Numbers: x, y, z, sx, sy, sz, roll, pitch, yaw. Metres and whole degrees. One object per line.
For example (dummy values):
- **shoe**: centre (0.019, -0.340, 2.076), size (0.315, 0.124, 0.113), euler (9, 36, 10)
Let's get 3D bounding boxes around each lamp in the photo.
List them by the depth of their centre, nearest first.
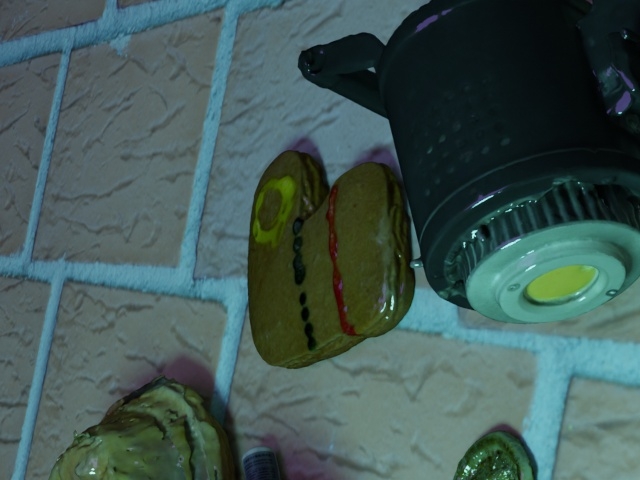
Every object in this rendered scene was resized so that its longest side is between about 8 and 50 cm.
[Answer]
- **lamp**: centre (0.157, -0.065, 1.151), size (0.374, 0.205, 0.272), euler (-15, 62, 43)

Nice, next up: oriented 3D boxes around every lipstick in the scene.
- **lipstick**: centre (-0.056, 0.290, 1.510), size (0.040, 0.040, 0.141), euler (-48, 41, 37)

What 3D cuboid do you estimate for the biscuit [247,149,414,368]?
- **biscuit**: centre (-0.002, 0.000, 1.521), size (0.277, 0.052, 0.262), euler (-25, 58, 51)

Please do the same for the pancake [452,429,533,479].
- **pancake**: centre (0.152, 0.220, 1.236), size (0.108, 0.017, 0.108), euler (-18, 68, 51)

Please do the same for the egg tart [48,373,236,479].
- **egg tart**: centre (-0.236, 0.330, 1.682), size (0.352, 0.150, 0.352), euler (-19, 67, 52)
